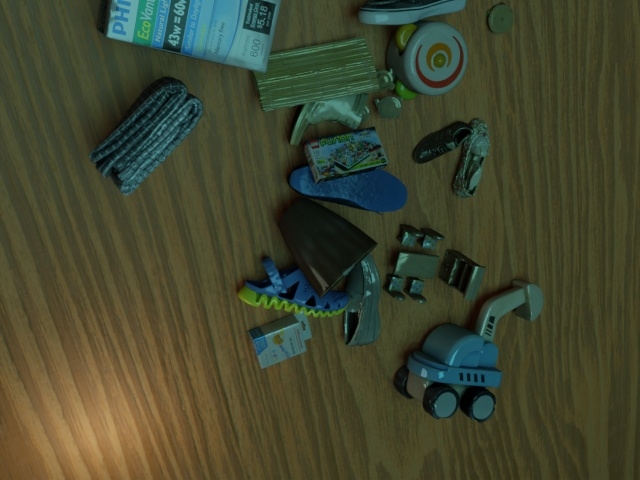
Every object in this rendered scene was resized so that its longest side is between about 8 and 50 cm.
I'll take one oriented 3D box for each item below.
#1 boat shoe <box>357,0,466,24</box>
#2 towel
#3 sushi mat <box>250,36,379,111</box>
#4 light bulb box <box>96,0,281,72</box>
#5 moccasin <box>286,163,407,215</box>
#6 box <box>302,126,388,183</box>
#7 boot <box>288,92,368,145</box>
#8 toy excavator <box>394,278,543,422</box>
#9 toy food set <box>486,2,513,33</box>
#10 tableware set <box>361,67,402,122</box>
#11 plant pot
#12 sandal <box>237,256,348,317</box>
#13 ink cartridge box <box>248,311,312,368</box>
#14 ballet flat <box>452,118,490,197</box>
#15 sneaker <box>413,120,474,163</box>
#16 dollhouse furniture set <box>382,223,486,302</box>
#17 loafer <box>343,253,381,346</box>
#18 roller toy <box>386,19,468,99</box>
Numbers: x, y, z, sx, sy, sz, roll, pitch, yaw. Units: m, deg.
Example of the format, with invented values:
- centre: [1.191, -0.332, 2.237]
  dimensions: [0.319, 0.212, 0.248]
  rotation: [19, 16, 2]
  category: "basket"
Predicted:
- centre: [0.234, -0.634, 1.774]
  dimensions: [0.335, 0.121, 0.119]
  rotation: [-23, 124, -27]
  category: "boat shoe"
- centre: [-0.410, -0.257, 1.602]
  dimensions: [0.283, 0.235, 0.121]
  rotation: [-46, 115, -2]
  category: "towel"
- centre: [-0.015, -0.424, 1.757]
  dimensions: [0.316, 0.019, 0.151]
  rotation: [-13, 78, -10]
  category: "sushi mat"
- centre: [-0.282, -0.594, 1.532]
  dimensions: [0.361, 0.225, 0.358]
  rotation: [6, 107, -24]
  category: "light bulb box"
- centre: [0.074, -0.161, 1.901]
  dimensions: [0.342, 0.117, 0.137]
  rotation: [13, 91, -20]
  category: "moccasin"
- centre: [0.067, -0.227, 1.822]
  dimensions: [0.207, 0.036, 0.114]
  rotation: [-15, 78, -23]
  category: "box"
- centre: [0.020, -0.323, 1.823]
  dimensions: [0.165, 0.077, 0.213]
  rotation: [24, 95, -15]
  category: "boot"
- centre: [0.498, 0.331, 2.211]
  dimensions: [0.433, 0.222, 0.445]
  rotation: [9, 97, -26]
  category: "toy excavator"
- centre: [0.509, -0.627, 1.949]
  dimensions: [0.083, 0.020, 0.082]
  rotation: [-21, 115, -13]
  category: "toy food set"
- centre: [0.136, -0.388, 1.858]
  dimensions: [0.169, 0.020, 0.141]
  rotation: [-7, 114, 10]
  category: "tableware set"
- centre: [0.000, 0.000, 1.871]
  dimensions: [0.215, 0.215, 0.230]
  rotation: [-43, 85, -2]
  category: "plant pot"
- centre: [-0.065, 0.132, 1.939]
  dimensions: [0.317, 0.126, 0.138]
  rotation: [12, 97, -19]
  category: "sandal"
- centre: [-0.108, 0.288, 2.020]
  dimensions: [0.181, 0.061, 0.104]
  rotation: [-20, 115, -14]
  category: "ink cartridge box"
- centre: [0.460, -0.237, 2.043]
  dimensions: [0.091, 0.077, 0.241]
  rotation: [3, 107, -22]
  category: "ballet flat"
- centre: [0.356, -0.282, 1.987]
  dimensions: [0.188, 0.071, 0.066]
  rotation: [-36, 118, -6]
  category: "sneaker"
- centre: [0.341, 0.088, 2.068]
  dimensions: [0.242, 0.161, 0.212]
  rotation: [7, 106, -24]
  category: "dollhouse furniture set"
- centre: [0.112, 0.175, 2.038]
  dimensions: [0.111, 0.112, 0.319]
  rotation: [-16, 115, -25]
  category: "loafer"
- centre: [0.287, -0.489, 1.841]
  dimensions: [0.191, 0.146, 0.209]
  rotation: [-19, 114, -15]
  category: "roller toy"
